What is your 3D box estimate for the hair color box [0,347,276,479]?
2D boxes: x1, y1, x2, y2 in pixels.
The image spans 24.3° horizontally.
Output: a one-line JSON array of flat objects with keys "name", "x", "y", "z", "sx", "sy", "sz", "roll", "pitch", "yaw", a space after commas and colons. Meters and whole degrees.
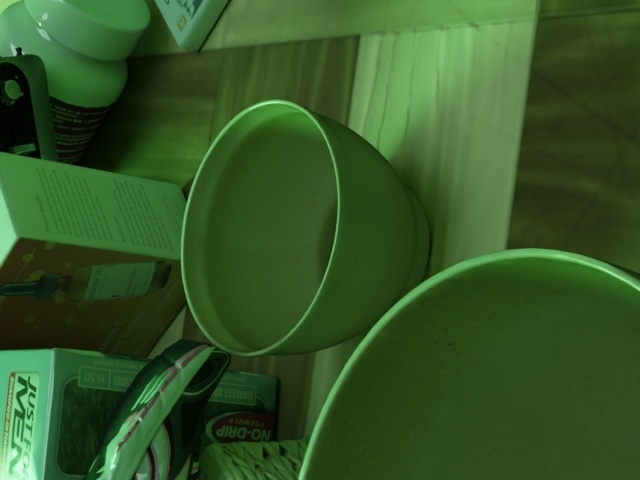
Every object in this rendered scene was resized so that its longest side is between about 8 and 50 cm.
[{"name": "hair color box", "x": -0.221, "y": 0.148, "z": 1.131, "sx": 0.374, "sy": 0.185, "sz": 0.113, "roll": -6, "pitch": 77, "yaw": 50}]

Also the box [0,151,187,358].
[{"name": "box", "x": -0.194, "y": 0.019, "z": 1.140, "sx": 0.130, "sy": 0.170, "sz": 0.091, "roll": -52, "pitch": 47, "yaw": 32}]

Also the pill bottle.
[{"name": "pill bottle", "x": -0.240, "y": -0.128, "z": 1.269, "sx": 0.221, "sy": 0.121, "sz": 0.121, "roll": -53, "pitch": 46, "yaw": 29}]

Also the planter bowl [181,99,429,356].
[{"name": "planter bowl", "x": 0.000, "y": 0.000, "z": 0.955, "sx": 0.162, "sy": 0.109, "sz": 0.162, "roll": -16, "pitch": 69, "yaw": 48}]

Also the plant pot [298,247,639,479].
[{"name": "plant pot", "x": 0.145, "y": 0.156, "z": 0.676, "sx": 0.284, "sy": 0.191, "sz": 0.284, "roll": -14, "pitch": 72, "yaw": 48}]

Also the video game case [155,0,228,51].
[{"name": "video game case", "x": -0.091, "y": -0.278, "z": 1.201, "sx": 0.190, "sy": 0.022, "sz": 0.173, "roll": -54, "pitch": 45, "yaw": 28}]

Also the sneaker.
[{"name": "sneaker", "x": -0.102, "y": 0.145, "z": 0.920, "sx": 0.178, "sy": 0.077, "sz": 0.072, "roll": -57, "pitch": 17, "yaw": 2}]

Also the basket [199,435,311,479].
[{"name": "basket", "x": -0.019, "y": 0.213, "z": 0.934, "sx": 0.167, "sy": 0.103, "sz": 0.113, "roll": 47, "pitch": 117, "yaw": 45}]

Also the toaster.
[{"name": "toaster", "x": -0.324, "y": -0.077, "z": 1.158, "sx": 0.186, "sy": 0.168, "sz": 0.110, "roll": -10, "pitch": 94, "yaw": 34}]
